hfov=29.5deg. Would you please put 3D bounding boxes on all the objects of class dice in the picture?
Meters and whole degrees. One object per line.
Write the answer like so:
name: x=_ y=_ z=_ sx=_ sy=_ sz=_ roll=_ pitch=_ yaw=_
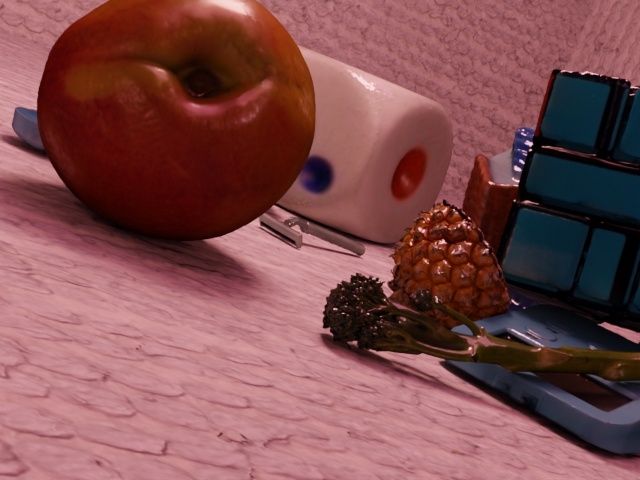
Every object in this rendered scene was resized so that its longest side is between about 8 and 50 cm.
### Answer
dice: x=0.037 y=-0.171 z=2.144 sx=0.304 sy=0.277 sz=0.304 roll=26 pitch=11 yaw=30

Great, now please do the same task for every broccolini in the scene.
broccolini: x=0.189 y=0.092 z=1.256 sx=0.392 sy=0.074 sz=0.079 roll=7 pitch=28 yaw=-20

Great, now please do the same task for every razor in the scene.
razor: x=0.004 y=-0.007 z=1.784 sx=0.084 sy=0.036 sz=0.211 roll=32 pitch=12 yaw=36

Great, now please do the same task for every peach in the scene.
peach: x=-0.157 y=-0.139 z=1.346 sx=0.308 sy=0.307 sz=0.332 roll=22 pitch=-8 yaw=-13

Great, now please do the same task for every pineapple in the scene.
pineapple: x=0.133 y=0.051 z=1.468 sx=0.176 sy=0.137 sz=0.161 roll=51 pitch=-12 yaw=55

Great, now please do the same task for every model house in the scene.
model house: x=0.308 y=-0.005 z=1.828 sx=0.329 sy=0.295 sz=0.252 roll=-18 pitch=41 yaw=-38

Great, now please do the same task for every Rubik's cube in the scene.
Rubik's cube: x=0.408 y=-0.029 z=1.524 sx=0.288 sy=0.283 sz=0.293 roll=17 pitch=0 yaw=25

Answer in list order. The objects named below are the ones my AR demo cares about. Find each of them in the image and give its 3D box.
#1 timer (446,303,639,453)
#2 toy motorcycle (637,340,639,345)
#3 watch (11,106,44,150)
timer: x=0.281 y=0.149 z=1.352 sx=0.232 sy=0.091 sz=0.250 roll=29 pitch=12 yaw=33
toy motorcycle: x=0.486 y=0.200 z=1.574 sx=0.173 sy=0.108 sz=0.307 roll=13 pitch=11 yaw=-11
watch: x=-0.292 y=-0.196 z=1.618 sx=0.211 sy=0.193 sz=0.211 roll=25 pitch=8 yaw=-4
